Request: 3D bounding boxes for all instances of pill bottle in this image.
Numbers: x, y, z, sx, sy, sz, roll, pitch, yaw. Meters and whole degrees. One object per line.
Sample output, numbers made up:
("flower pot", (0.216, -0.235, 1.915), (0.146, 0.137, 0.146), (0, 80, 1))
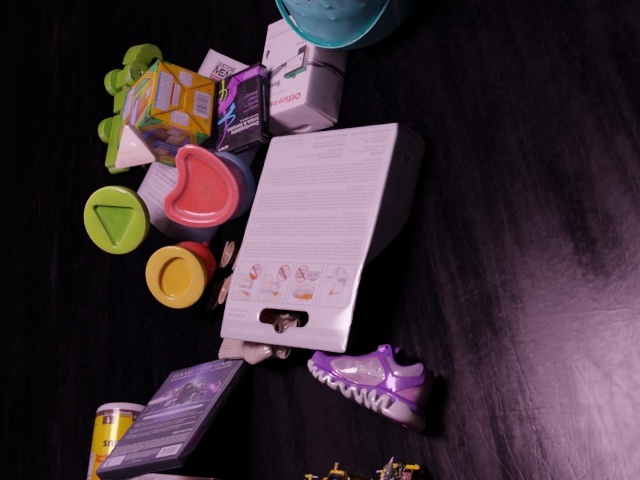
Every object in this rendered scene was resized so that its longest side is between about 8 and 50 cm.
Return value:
("pill bottle", (-0.381, 0.426, 1.821), (0.117, 0.117, 0.215), (-21, 57, 41))

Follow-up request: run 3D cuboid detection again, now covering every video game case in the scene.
("video game case", (-0.252, 0.305, 1.672), (0.196, 0.026, 0.274), (-18, 22, 33))

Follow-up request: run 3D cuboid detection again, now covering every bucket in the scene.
("bucket", (0.038, -0.485, 1.687), (0.281, 0.183, 0.281), (-6, 65, 14))

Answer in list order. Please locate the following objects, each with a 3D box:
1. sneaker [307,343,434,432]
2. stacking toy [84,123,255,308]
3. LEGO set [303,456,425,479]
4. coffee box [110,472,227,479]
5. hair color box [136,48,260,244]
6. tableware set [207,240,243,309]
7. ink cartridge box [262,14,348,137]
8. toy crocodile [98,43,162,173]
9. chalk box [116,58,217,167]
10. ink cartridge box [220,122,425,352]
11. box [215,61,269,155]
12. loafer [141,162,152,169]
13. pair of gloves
("sneaker", (0.082, 0.202, 1.443), (0.236, 0.095, 0.105), (17, 78, 46))
("stacking toy", (-0.280, -0.063, 1.822), (0.279, 0.130, 0.309), (31, 110, 8))
("LEGO set", (0.029, 0.448, 1.290), (0.255, 0.192, 0.331), (3, 73, 49))
("coffee box", (-0.215, 0.455, 1.581), (0.297, 0.168, 0.119), (-10, 64, 45))
("hair color box", (-0.231, -0.189, 1.968), (0.185, 0.113, 0.374), (33, 97, 50))
("tableware set", (-0.175, 0.063, 1.817), (0.168, 0.020, 0.141), (-17, 52, 68))
("ink cartridge box", (-0.035, -0.321, 1.830), (0.160, 0.092, 0.219), (-12, 62, 45))
("toy crocodile", (-0.458, -0.322, 2.313), (0.115, 0.105, 0.341), (-12, 67, 44))
("chalk box", (-0.313, -0.237, 1.874), (0.213, 0.132, 0.132), (-28, 52, 51))
("ink cartridge box", (0.000, 0.000, 1.621), (0.308, 0.091, 0.385), (0, 72, 45))
("box", (-0.150, -0.245, 1.812), (0.116, 0.029, 0.162), (-18, 66, 33))
("loafer", (-0.322, -0.257, 2.132), (0.302, 0.109, 0.095), (-31, 69, 43))
("pair of gloves", (-0.092, 0.106, 1.695), (0.204, 0.042, 0.240), (-3, 62, 50))
